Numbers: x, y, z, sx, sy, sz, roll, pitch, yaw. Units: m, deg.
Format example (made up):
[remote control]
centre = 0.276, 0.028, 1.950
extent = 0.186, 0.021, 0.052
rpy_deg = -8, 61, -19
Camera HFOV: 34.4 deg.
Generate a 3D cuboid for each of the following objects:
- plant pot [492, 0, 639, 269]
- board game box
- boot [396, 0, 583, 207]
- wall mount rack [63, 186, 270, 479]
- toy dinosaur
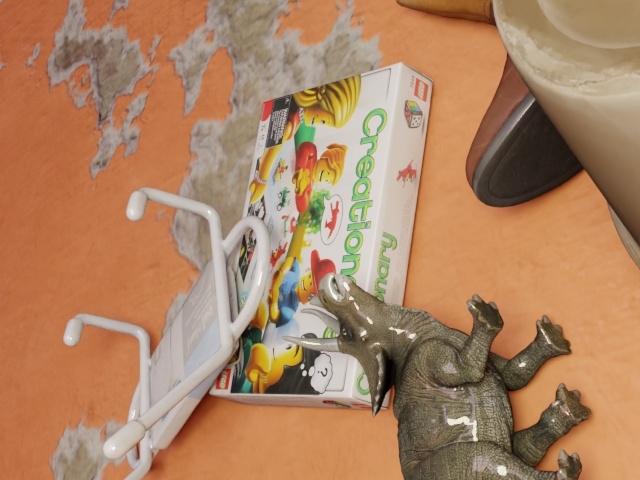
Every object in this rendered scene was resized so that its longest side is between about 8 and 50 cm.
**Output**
[plant pot]
centre = 0.251, -0.108, 0.564
extent = 0.323, 0.280, 0.323
rpy_deg = -21, 59, 40
[board game box]
centre = 0.000, 0.000, 0.959
extent = 0.193, 0.053, 0.305
rpy_deg = -8, 67, 46
[boot]
centre = 0.140, -0.183, 0.861
extent = 0.280, 0.096, 0.264
rpy_deg = 38, 102, 50
[wall mount rack]
centre = -0.167, 0.131, 0.953
extent = 0.350, 0.130, 0.304
rpy_deg = -56, 30, 37
[toy dinosaur]
centre = 0.108, 0.145, 0.750
extent = 0.160, 0.121, 0.314
rpy_deg = -43, 58, 34
